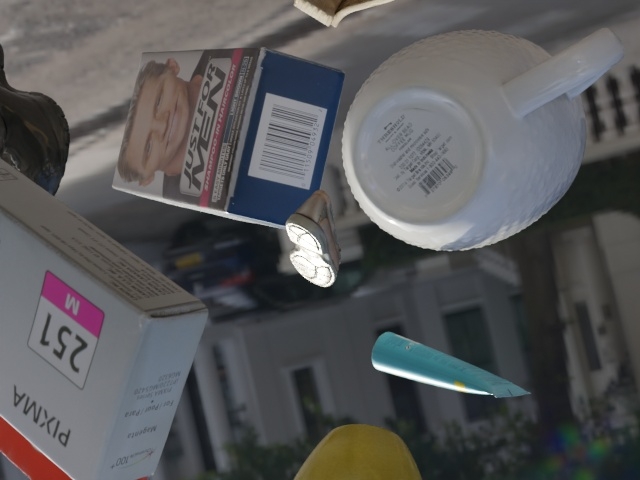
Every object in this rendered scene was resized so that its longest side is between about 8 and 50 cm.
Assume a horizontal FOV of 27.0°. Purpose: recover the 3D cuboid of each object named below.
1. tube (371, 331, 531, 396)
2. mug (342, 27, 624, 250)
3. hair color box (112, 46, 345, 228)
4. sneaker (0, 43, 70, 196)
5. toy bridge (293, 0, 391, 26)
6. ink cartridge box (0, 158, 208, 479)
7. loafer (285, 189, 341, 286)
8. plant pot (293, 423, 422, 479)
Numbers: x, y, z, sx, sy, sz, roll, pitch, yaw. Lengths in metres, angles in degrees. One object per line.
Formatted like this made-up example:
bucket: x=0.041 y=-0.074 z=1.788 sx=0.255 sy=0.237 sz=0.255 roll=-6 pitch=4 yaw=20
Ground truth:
tube: x=0.160 y=0.166 z=1.694 sx=0.207 sy=0.052 sz=0.080 roll=15 pitch=-167 yaw=40
mug: x=0.206 y=-0.146 z=1.645 sx=0.374 sy=0.276 sz=0.328 roll=-32 pitch=177 yaw=23
hair color box: x=-0.113 y=-0.116 z=1.475 sx=0.105 sy=0.174 sz=0.347 roll=13 pitch=179 yaw=-28
sneaker: x=-0.370 y=-0.136 z=1.403 sx=0.130 sy=0.286 sz=0.109 roll=-6 pitch=131 yaw=-46
toy bridge: x=0.036 y=-0.185 z=0.825 sx=0.026 sy=0.063 sz=0.188 roll=-60 pitch=-177 yaw=-26
ink cartridge box: x=-0.216 y=0.082 z=0.873 sx=0.275 sy=0.239 sz=0.060 roll=32 pitch=-157 yaw=30
loafer: x=0.000 y=0.000 z=1.092 sx=0.045 sy=0.039 sz=0.125 roll=27 pitch=162 yaw=15
plant pot: x=0.033 y=0.210 z=1.108 sx=0.134 sy=0.095 sz=0.134 roll=7 pitch=147 yaw=5
